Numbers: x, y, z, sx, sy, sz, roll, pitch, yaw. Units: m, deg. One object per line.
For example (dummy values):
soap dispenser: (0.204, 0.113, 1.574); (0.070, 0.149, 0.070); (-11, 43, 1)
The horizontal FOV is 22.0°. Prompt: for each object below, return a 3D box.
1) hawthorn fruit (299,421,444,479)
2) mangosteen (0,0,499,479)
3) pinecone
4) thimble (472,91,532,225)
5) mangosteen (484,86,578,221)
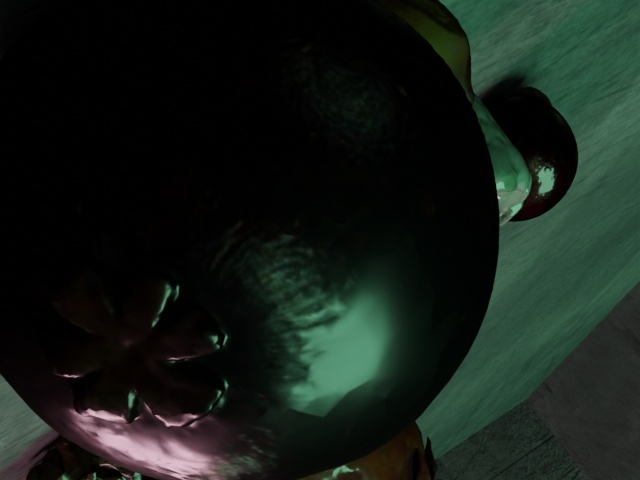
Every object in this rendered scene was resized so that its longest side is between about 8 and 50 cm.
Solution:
hawthorn fruit: (0.006, 0.245, 1.774); (0.307, 0.276, 0.276); (5, 153, -10)
mangosteen: (-0.047, -0.027, 0.936); (0.307, 0.307, 0.347); (-47, -170, 32)
pinecone: (-0.212, 0.266, 1.659); (0.179, 0.150, 0.195); (-39, 166, 6)
thimble: (0.057, -0.046, 1.353); (0.211, 0.149, 0.185); (-19, 159, -50)
mangosteen: (0.197, -0.090, 1.628); (0.140, 0.140, 0.140); (-35, 165, -11)
